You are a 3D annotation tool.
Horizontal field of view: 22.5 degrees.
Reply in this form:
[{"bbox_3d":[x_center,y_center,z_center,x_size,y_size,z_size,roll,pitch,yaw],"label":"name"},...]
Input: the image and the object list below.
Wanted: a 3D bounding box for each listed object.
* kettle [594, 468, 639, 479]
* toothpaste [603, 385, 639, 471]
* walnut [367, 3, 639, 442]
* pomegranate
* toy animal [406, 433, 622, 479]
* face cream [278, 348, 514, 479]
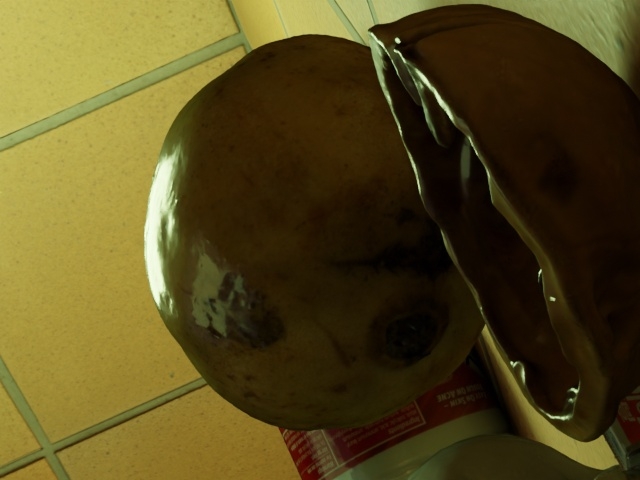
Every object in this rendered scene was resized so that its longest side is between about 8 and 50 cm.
[{"bbox_3d":[0.162,0.223,0.626,0.243,0.160,0.210,59,-151,-31],"label":"kettle"},{"bbox_3d":[0.134,0.033,0.857,0.196,0.040,0.047,64,-179,30],"label":"toothpaste"},{"bbox_3d":[0.096,-0.019,0.655,0.167,0.087,0.211,53,171,44],"label":"walnut"},{"bbox_3d":[0.000,0.000,1.066,0.260,0.260,0.260,156,90,-87],"label":"pomegranate"},{"bbox_3d":[0.134,0.249,0.994,0.265,0.206,0.271,62,178,11],"label":"toy animal"},{"bbox_3d":[0.067,0.171,1.525,0.201,0.201,0.187,77,168,-74],"label":"face cream"}]
